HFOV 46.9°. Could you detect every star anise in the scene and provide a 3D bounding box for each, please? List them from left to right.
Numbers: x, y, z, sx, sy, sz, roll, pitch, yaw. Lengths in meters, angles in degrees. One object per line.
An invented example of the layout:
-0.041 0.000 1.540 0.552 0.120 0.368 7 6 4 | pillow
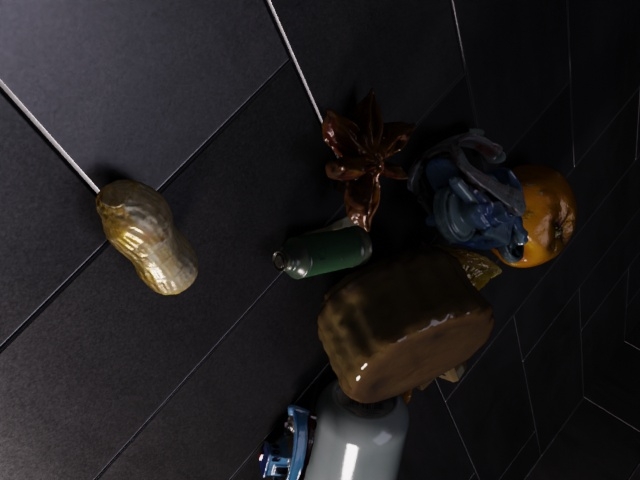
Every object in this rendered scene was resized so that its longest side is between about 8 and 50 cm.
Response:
0.064 -0.134 1.187 0.196 0.111 0.212 21 91 -61 | star anise

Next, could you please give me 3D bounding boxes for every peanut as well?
-0.219 -0.003 0.956 0.087 0.087 0.207 -46 144 -17 | peanut

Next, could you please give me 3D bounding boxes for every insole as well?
0.000 0.000 1.296 0.192 0.010 0.063 -25 134 -38 | insole

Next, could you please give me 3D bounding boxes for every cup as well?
0.074 0.446 1.564 0.205 0.205 0.312 -20 130 -42 | cup

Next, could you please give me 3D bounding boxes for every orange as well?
0.499 -0.055 1.721 0.249 0.183 0.249 -30 137 -32 | orange

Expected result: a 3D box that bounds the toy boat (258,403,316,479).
-0.073 0.426 1.477 0.097 0.100 0.223 9 107 -15 | toy boat

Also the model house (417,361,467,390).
0.219 0.182 1.603 0.181 0.176 0.248 -42 126 -21 | model house

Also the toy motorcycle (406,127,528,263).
0.323 -0.094 1.446 0.319 0.182 0.241 16 92 -47 | toy motorcycle

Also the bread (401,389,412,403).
0.190 0.374 1.794 0.126 0.044 0.129 -18 126 -45 | bread

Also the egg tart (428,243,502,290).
0.282 0.062 1.539 0.191 0.191 0.074 31 74 -56 | egg tart

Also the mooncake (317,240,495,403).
0.151 0.155 1.383 0.324 0.187 0.324 -22 152 -13 | mooncake

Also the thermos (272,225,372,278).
-0.004 0.020 1.244 0.187 0.083 0.073 -10 103 -44 | thermos
